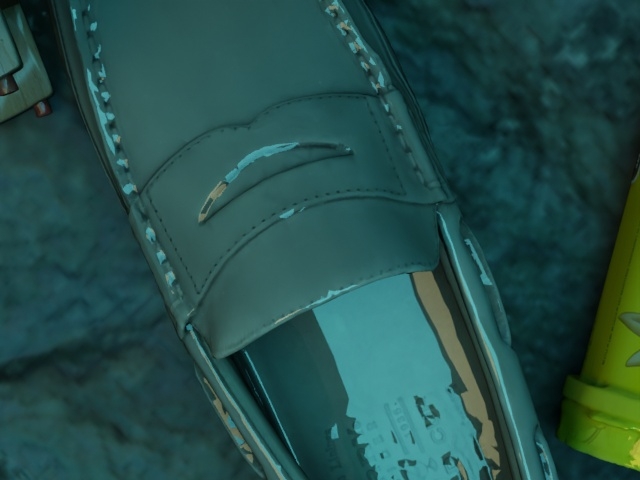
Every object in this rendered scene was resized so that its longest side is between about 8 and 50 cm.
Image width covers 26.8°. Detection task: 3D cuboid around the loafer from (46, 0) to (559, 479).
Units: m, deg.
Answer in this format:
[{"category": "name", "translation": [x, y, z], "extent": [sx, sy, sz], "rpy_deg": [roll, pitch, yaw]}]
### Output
[{"category": "loafer", "translation": [0.000, 0.000, 0.436], "extent": [0.112, 0.111, 0.319], "rpy_deg": [-28, 95, -3]}]

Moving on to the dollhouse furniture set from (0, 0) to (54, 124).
[{"category": "dollhouse furniture set", "translation": [-0.192, -0.071, 0.406], "extent": [0.184, 0.129, 0.129], "rpy_deg": [-21, 94, -5]}]

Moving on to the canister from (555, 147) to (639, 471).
[{"category": "canister", "translation": [0.165, 0.004, 0.472], "extent": [0.126, 0.073, 0.169], "rpy_deg": [15, 90, -6]}]
